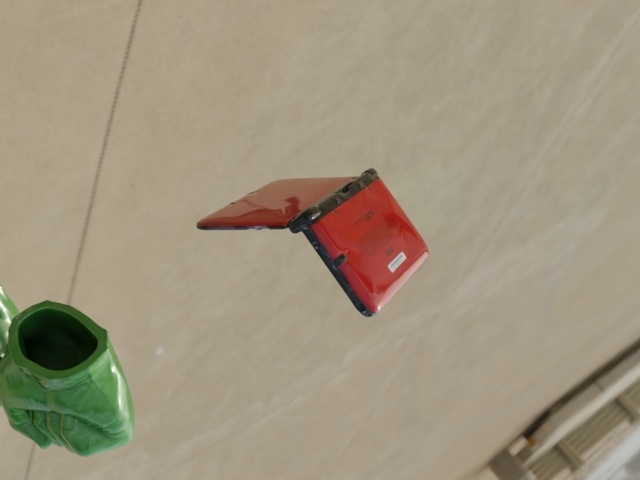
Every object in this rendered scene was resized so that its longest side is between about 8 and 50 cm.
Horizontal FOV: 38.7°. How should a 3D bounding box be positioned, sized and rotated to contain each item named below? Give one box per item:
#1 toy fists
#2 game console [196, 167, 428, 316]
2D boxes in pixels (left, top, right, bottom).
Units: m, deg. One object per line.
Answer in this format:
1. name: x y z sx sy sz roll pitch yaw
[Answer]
1. toy fists: -0.294 0.119 0.885 0.096 0.279 0.142 -50 147 -34
2. game console: 0.000 0.000 0.681 0.085 0.124 0.144 -34 -178 28
